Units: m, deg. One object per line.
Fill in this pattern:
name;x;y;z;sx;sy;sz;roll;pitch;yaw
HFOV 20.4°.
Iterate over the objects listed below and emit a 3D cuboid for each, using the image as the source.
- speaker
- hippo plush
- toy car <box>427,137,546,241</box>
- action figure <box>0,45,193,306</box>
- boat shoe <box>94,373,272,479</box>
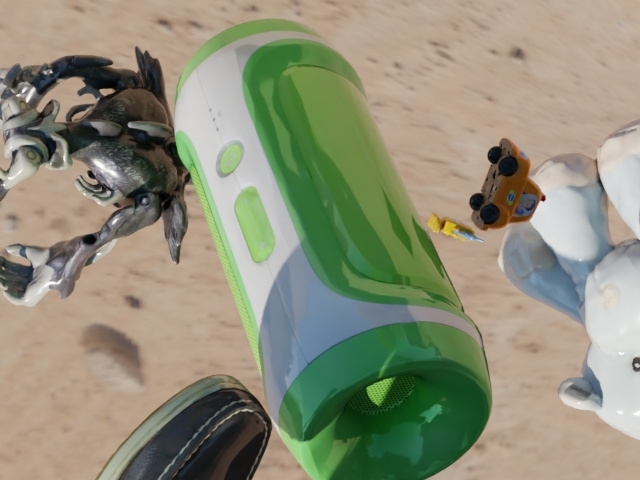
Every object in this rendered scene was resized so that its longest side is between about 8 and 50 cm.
speaker;0.000;0.000;1.040;0.131;0.131;0.296;-36;45;14
hippo plush;0.256;0.063;1.542;0.234;0.236;0.294;12;120;11
toy car;0.109;-0.029;1.125;0.041;0.122;0.060;18;84;-12
action figure;-0.188;-0.051;1.170;0.141;0.276;0.164;-31;61;51
boat shoe;-0.086;0.167;0.836;0.073;0.080;0.223;26;72;41
